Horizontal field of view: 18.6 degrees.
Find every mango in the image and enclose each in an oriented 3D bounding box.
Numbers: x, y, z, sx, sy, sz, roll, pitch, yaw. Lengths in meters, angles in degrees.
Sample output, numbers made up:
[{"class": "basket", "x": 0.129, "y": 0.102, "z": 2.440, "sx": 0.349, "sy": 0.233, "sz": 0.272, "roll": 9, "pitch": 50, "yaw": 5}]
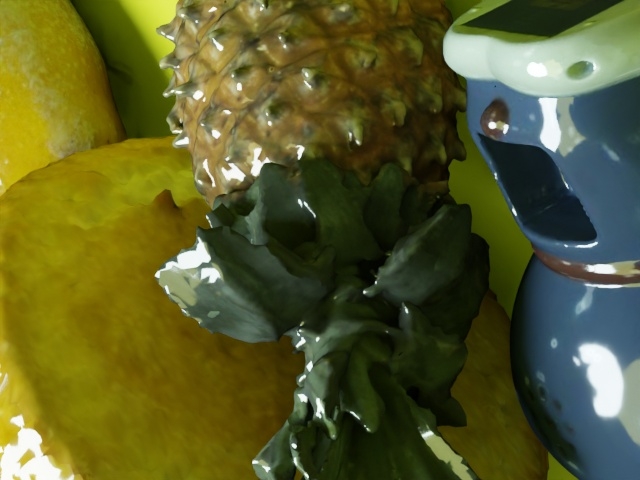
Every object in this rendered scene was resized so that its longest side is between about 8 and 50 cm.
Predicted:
[{"class": "mango", "x": -0.226, "y": -0.118, "z": 1.204, "sx": 0.316, "sy": 0.146, "sz": 0.193, "roll": 58, "pitch": 149, "yaw": 18}]

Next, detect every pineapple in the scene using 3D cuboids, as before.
[{"class": "pineapple", "x": 0.000, "y": 0.000, "z": 0.881, "sx": 0.141, "sy": 0.170, "sz": 0.310, "roll": -37, "pitch": 49, "yaw": 41}]

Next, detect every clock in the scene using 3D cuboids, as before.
[{"class": "clock", "x": 0.143, "y": 0.001, "z": 0.844, "sx": 0.199, "sy": 0.146, "sz": 0.243, "roll": 18, "pitch": 131, "yaw": 59}]

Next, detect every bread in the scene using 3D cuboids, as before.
[{"class": "bread", "x": -0.046, "y": 0.100, "z": 1.001, "sx": 0.204, "sy": 0.358, "sz": 0.337, "roll": -49, "pitch": 57, "yaw": 40}]
